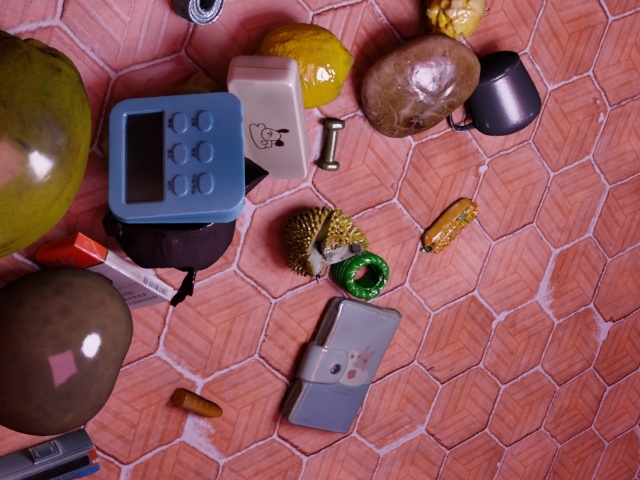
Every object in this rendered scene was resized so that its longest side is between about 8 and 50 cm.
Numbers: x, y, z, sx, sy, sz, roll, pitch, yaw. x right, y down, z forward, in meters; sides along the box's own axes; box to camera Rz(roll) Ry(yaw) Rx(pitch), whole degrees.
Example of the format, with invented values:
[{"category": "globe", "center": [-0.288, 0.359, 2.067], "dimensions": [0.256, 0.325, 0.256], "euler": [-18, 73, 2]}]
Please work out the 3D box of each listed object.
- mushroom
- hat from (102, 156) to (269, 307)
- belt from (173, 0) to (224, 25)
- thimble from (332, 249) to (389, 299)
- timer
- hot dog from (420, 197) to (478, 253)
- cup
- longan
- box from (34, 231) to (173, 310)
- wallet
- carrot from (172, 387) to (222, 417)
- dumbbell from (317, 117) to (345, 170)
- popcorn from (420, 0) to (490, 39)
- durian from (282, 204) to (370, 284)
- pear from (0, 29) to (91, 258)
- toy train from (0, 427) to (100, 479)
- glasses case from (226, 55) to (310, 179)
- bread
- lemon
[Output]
[{"category": "mushroom", "center": [0.224, -0.341, 1.929], "dimensions": [0.278, 0.146, 0.278], "euler": [-15, 139, -13]}, {"category": "hat", "center": [-0.237, -0.017, 1.716], "dimensions": [0.336, 0.238, 0.209], "euler": [-28, 123, -15]}, {"category": "belt", "center": [-0.194, -0.556, 1.619], "dimensions": [0.087, 0.072, 0.302], "euler": [13, 102, -39]}, {"category": "thimble", "center": [0.099, 0.079, 2.075], "dimensions": [0.118, 0.090, 0.130], "euler": [-45, 128, -10]}, {"category": "timer", "center": [-0.263, -0.150, 1.559], "dimensions": [0.250, 0.091, 0.231], "euler": [-2, 79, -5]}, {"category": "hot dog", "center": [0.332, -0.034, 2.199], "dimensions": [0.188, 0.055, 0.072], "euler": [-46, 129, -9]}, {"category": "cup", "center": [0.406, -0.343, 2.061], "dimensions": [0.223, 0.169, 0.176], "euler": [-21, 121, 12]}, {"category": "longan", "center": [-0.506, 0.202, 1.607], "dimensions": [0.319, 0.319, 0.318], "euler": [-13, 117, -28]}, {"category": "box", "center": [-0.427, 0.067, 1.707], "dimensions": [0.245, 0.139, 0.035], "euler": [37, 51, -40]}, {"category": "wallet", "center": [0.053, 0.318, 2.158], "dimensions": [0.252, 0.083, 0.360], "euler": [18, 98, -43]}, {"category": "carrot", "center": [-0.278, 0.385, 1.991], "dimensions": [0.139, 0.048, 0.048], "euler": [34, 90, -39]}, {"category": "dumbbell", "center": [0.025, -0.215, 1.927], "dimensions": [0.052, 0.046, 0.118], "euler": [-3, 111, -26]}, {"category": "popcorn", "center": [0.299, -0.512, 1.911], "dimensions": [0.152, 0.167, 0.148], "euler": [15, 70, 0]}, {"category": "durian", "center": [0.000, 0.000, 1.959], "dimensions": [0.193, 0.137, 0.237], "euler": [-20, 161, -24]}, {"category": "pear", "center": [-0.554, -0.153, 1.410], "dimensions": [0.352, 0.352, 0.413], "euler": [27, 85, -38]}, {"category": "toy train", "center": [-0.666, 0.497, 1.762], "dimensions": [0.409, 0.086, 0.089], "euler": [-15, 117, -27]}, {"category": "glasses case", "center": [-0.098, -0.237, 1.710], "dimensions": [0.131, 0.070, 0.313], "euler": [4, 149, 6]}, {"category": "bread", "center": [-0.299, -0.200, 1.674], "dimensions": [0.268, 0.130, 0.152], "euler": [-36, 88, -15]}, {"category": "lemon", "center": [-0.040, -0.352, 1.741], "dimensions": [0.193, 0.181, 0.180], "euler": [-16, 118, -34]}]
